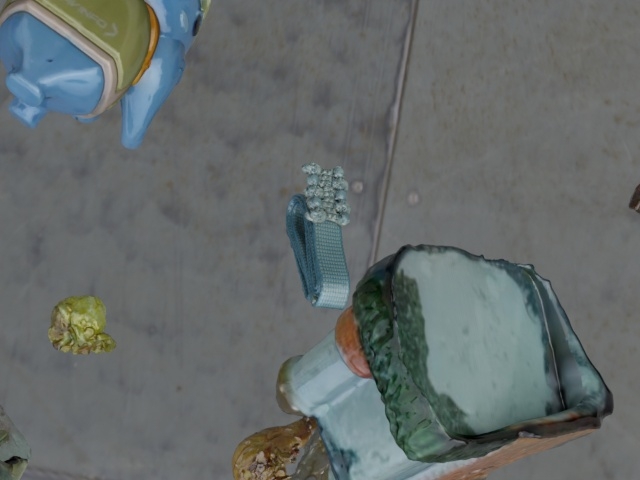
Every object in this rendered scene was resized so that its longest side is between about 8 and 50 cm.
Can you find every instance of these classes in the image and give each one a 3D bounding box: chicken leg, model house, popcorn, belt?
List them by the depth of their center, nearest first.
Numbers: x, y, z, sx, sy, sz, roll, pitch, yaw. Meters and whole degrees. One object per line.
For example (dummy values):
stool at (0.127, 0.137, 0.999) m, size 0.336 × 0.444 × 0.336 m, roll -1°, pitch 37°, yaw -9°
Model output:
model house at (0.074, 0.156, 0.982) m, size 0.291 × 0.253 × 0.184 m, roll -42°, pitch 61°, yaw 35°
popcorn at (-0.245, 0.092, 1.112) m, size 0.068 × 0.059 × 0.083 m, roll -47°, pitch 118°, yaw 0°
belt at (0.004, 0.001, 1.325) m, size 0.065 × 0.179 × 0.100 m, roll 9°, pitch 136°, yaw -27°
chicken leg at (-0.065, 0.370, 1.902) m, size 0.101 × 0.207 × 0.085 m, roll 26°, pitch 127°, yaw 37°

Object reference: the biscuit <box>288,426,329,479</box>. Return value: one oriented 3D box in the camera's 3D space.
biscuit at (0.036, 0.290, 1.332) m, size 0.141 × 0.290 × 0.038 m, roll 15°, pitch 143°, yaw 20°

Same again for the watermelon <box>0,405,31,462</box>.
watermelon at (-0.320, 0.108, 0.883) m, size 0.094 × 0.154 × 0.241 m, roll -22°, pitch 97°, yaw 10°

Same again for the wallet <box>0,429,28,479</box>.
wallet at (-0.195, 0.141, 0.436) m, size 0.110 × 0.155 × 0.039 m, roll -23°, pitch 112°, yaw 28°

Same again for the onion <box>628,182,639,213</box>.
onion at (0.576, -0.143, 1.328) m, size 0.420 × 0.398 × 0.398 m, roll -24°, pitch 114°, yaw -12°

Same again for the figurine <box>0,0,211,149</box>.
figurine at (-0.187, -0.179, 0.924) m, size 0.154 × 0.262 × 0.180 m, roll 19°, pitch 144°, yaw 16°
